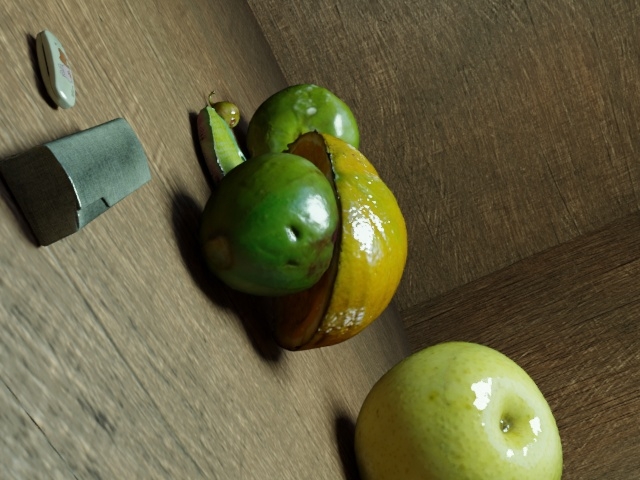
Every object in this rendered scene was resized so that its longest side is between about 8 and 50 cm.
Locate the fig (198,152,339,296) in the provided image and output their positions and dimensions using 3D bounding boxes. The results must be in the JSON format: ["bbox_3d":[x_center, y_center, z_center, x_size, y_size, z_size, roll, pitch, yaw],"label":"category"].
[{"bbox_3d":[-0.069,-0.014,0.953,0.191,0.181,0.181,-25,92,-57],"label":"fig"}]

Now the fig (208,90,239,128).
[{"bbox_3d":[-0.175,-0.230,1.357,0.083,0.050,0.050,53,0,29],"label":"fig"}]

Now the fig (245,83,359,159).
[{"bbox_3d":[-0.026,-0.182,1.585,0.314,0.233,0.233,60,8,-69],"label":"fig"}]

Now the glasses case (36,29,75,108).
[{"bbox_3d":[-0.244,-0.158,0.712,0.032,0.021,0.083,55,13,-64],"label":"glasses case"}]

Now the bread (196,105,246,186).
[{"bbox_3d":[-0.143,-0.107,1.237,0.228,0.034,0.228,-22,90,-82],"label":"bread"}]

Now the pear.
[{"bbox_3d":[0.220,0.340,1.260,0.348,0.349,0.348,-24,90,-83],"label":"pear"}]

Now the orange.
[{"bbox_3d":[0.001,0.004,1.100,0.274,0.274,0.310,63,31,-21],"label":"orange"}]

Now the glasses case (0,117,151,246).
[{"bbox_3d":[-0.195,-0.058,0.651,0.205,0.047,0.070,-85,152,-76],"label":"glasses case"}]
